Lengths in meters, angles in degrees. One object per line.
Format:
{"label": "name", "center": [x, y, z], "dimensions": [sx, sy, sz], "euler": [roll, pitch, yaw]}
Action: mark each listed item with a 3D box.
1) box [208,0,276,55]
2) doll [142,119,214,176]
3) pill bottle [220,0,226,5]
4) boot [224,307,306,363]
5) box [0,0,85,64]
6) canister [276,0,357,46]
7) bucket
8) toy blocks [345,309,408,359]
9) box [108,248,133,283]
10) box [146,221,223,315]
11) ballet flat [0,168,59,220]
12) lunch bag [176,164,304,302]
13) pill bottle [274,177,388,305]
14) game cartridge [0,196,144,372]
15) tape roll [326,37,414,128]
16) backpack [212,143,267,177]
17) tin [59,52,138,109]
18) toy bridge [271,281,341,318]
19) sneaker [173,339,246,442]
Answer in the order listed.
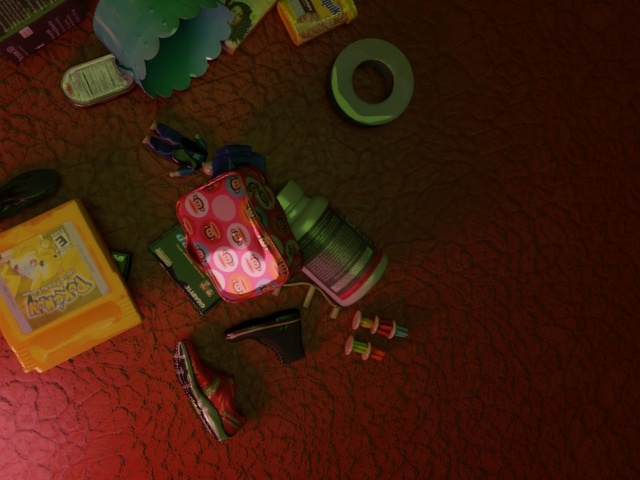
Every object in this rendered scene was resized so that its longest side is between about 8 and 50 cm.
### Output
{"label": "box", "center": [-0.175, -0.578, 1.560], "dimensions": [0.087, 0.058, 0.232], "euler": [38, 84, -10]}
{"label": "doll", "center": [-0.340, -0.214, 1.544], "dimensions": [0.189, 0.046, 0.129], "euler": [29, 77, -17]}
{"label": "pill bottle", "center": [-0.288, -0.606, 1.531], "dimensions": [0.120, 0.067, 0.067], "euler": [15, 89, -12]}
{"label": "boot", "center": [-0.134, 0.264, 1.593], "dimensions": [0.198, 0.077, 0.137], "euler": [-13, 100, -10]}
{"label": "box", "center": [-0.671, -0.533, 1.404], "dimensions": [0.203, 0.168, 0.167], "euler": [-38, 99, -8]}
{"label": "canister", "center": [-0.010, -0.581, 1.586], "dimensions": [0.170, 0.073, 0.126], "euler": [-29, 97, -8]}
{"label": "bucket", "center": [-0.356, -0.477, 1.414], "dimensions": [0.183, 0.281, 0.281], "euler": [45, 83, 4]}
{"label": "toy blocks", "center": [0.151, 0.261, 1.658], "dimensions": [0.148, 0.054, 0.123], "euler": [17, 88, -12]}
{"label": "box", "center": [-0.552, 0.087, 1.496], "dimensions": [0.180, 0.077, 0.147], "euler": [11, 89, -11]}
{"label": "box", "center": [-0.292, 0.047, 1.561], "dimensions": [0.175, 0.051, 0.220], "euler": [-38, 99, -8]}
{"label": "ballet flat", "center": [-0.726, -0.087, 1.471], "dimensions": [0.250, 0.058, 0.084], "euler": [-33, 62, -14]}
{"label": "lunch bag", "center": [-0.201, -0.005, 1.458], "dimensions": [0.258, 0.120, 0.293], "euler": [-22, 97, 28]}
{"label": "pill bottle", "center": [0.000, 0.000, 1.555], "dimensions": [0.318, 0.176, 0.176], "euler": [42, 84, -10]}
{"label": "game cartridge", "center": [-0.601, 0.105, 1.421], "dimensions": [0.285, 0.053, 0.323], "euler": [-27, 95, -8]}
{"label": "tape roll", "center": [0.126, -0.403, 1.620], "dimensions": [0.219, 0.072, 0.219], "euler": [-1, 93, -11]}
{"label": "backpack", "center": [-0.191, -0.184, 1.541], "dimensions": [0.120, 0.098, 0.101], "euler": [-3, 93, -37]}
{"label": "tin", "center": [-0.529, -0.385, 1.507], "dimensions": [0.190, 0.040, 0.106], "euler": [-24, 92, -10]}
{"label": "toy bridge", "center": [-0.030, 0.144, 1.631], "dimensions": [0.188, 0.026, 0.063], "euler": [22, 86, -12]}
{"label": "sneaker", "center": [-0.274, 0.361, 1.568], "dimensions": [0.118, 0.107, 0.279], "euler": [-29, 101, -28]}
